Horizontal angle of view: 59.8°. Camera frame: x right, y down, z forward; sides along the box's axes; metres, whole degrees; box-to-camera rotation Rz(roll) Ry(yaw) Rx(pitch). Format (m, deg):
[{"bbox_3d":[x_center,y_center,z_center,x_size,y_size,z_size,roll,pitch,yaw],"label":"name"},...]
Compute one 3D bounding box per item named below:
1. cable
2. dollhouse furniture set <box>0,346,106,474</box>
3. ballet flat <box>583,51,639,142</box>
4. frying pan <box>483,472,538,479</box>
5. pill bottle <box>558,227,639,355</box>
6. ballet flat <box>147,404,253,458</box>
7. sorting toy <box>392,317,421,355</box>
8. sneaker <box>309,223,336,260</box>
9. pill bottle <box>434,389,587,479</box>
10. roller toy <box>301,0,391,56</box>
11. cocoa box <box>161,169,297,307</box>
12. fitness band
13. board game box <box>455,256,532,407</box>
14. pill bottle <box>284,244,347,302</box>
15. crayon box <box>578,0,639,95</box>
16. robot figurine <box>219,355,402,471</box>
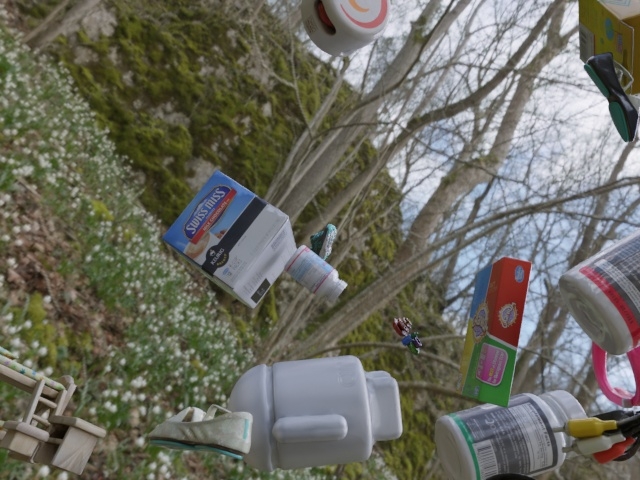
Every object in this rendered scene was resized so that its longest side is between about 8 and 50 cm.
[{"bbox_3d":[0.572,0.336,0.987,0.139,0.072,0.287,45,-49,-10],"label":"cable"},{"bbox_3d":[-0.327,0.147,0.558,0.161,0.101,0.182,-9,-41,38],"label":"dollhouse furniture set"},{"bbox_3d":[0.638,-0.309,1.182,0.203,0.074,0.074,59,-33,-4],"label":"ballet flat"},{"bbox_3d":[0.311,0.501,0.785,0.053,0.326,0.197,23,-50,-42],"label":"frying pan"},{"bbox_3d":[0.625,0.060,1.021,0.176,0.319,0.176,59,2,-4],"label":"pill bottle"},{"bbox_3d":[-0.134,0.214,0.632,0.168,0.052,0.057,-12,-35,40],"label":"ballet flat"},{"bbox_3d":[0.212,0.222,1.309,0.042,0.061,0.102,-37,-85,15],"label":"sorting toy"},{"bbox_3d":[0.000,0.000,1.801,0.076,0.065,0.166,32,-40,12],"label":"sneaker"},{"bbox_3d":[0.507,0.525,1.473,0.361,0.204,0.204,-11,-29,-12],"label":"pill bottle"},{"bbox_3d":[0.055,-0.551,1.336,0.209,0.191,0.146,20,-15,-28],"label":"roller toy"},{"bbox_3d":[-0.228,0.011,1.501,0.228,0.231,0.347,35,-11,10],"label":"cocoa box"},{"bbox_3d":[0.804,0.333,1.504,0.054,0.208,0.291,-5,-4,7],"label":"fitness band"},{"bbox_3d":[0.398,0.214,1.297,0.064,0.316,0.242,13,-11,4],"label":"board game box"},{"bbox_3d":[-0.011,0.092,1.475,0.160,0.087,0.087,38,-28,4],"label":"pill bottle"},{"bbox_3d":[0.690,-0.459,1.287,0.081,0.318,0.202,-13,-51,12],"label":"crayon box"},{"bbox_3d":[-0.026,0.333,1.078,0.354,0.199,0.300,-5,-8,-4],"label":"robot figurine"}]
